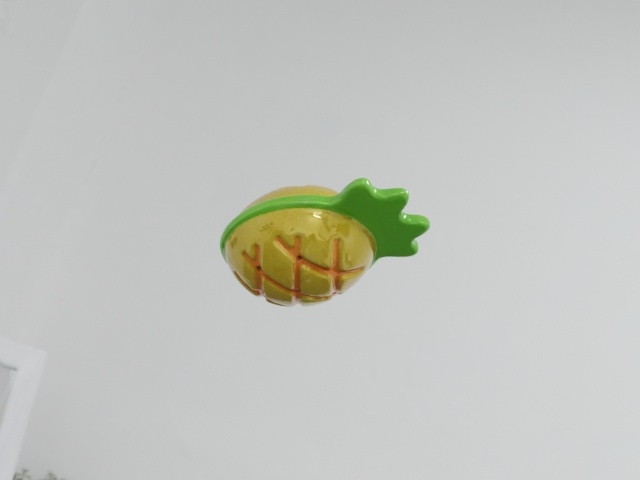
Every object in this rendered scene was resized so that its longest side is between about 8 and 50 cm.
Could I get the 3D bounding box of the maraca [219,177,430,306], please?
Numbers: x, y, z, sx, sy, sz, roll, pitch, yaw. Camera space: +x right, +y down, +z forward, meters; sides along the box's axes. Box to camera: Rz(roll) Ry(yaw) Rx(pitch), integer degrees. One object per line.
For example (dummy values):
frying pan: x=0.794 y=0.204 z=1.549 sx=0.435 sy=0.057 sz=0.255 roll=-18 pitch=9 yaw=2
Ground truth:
maraca: x=0.000 y=0.000 z=0.606 sx=0.185 sy=0.099 sz=0.127 roll=-18 pitch=-38 yaw=25
